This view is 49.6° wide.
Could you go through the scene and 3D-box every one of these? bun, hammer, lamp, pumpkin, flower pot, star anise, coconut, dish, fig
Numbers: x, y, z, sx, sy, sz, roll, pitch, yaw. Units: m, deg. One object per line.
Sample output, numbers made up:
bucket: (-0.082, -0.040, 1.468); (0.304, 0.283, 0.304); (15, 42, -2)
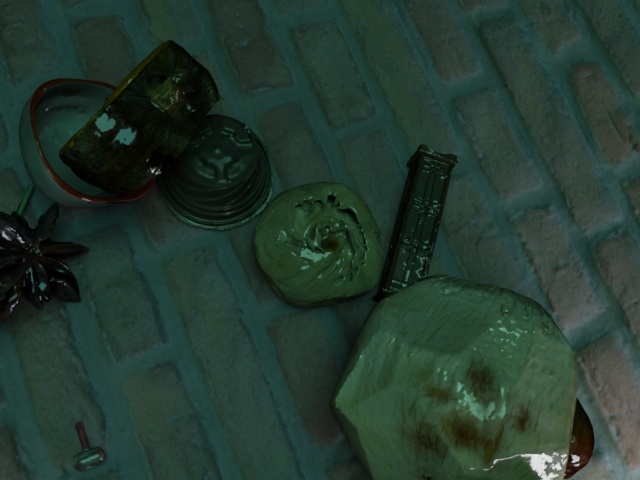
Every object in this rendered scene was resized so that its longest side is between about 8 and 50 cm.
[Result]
bun: (0.000, 0.000, 1.305); (0.259, 0.152, 0.259); (2, 76, -9)
hammer: (-0.404, 0.350, 1.188); (0.052, 0.031, 0.083); (-18, 67, -18)
lamp: (0.190, -0.025, 1.380); (0.089, 0.090, 0.325); (17, 71, -5)
pumpkin: (-0.291, -0.214, 1.174); (0.139, 0.222, 0.317); (51, 41, -23)
flower pot: (-0.196, -0.147, 1.315); (0.235, 0.140, 0.235); (4, 73, -12)
star anise: (-0.507, 0.028, 1.168); (0.283, 0.129, 0.212); (-24, 95, -58)
coconut: (0.217, 0.272, 1.143); (0.344, 0.415, 0.415); (38, 64, -43)
dish: (-0.432, -0.162, 1.257); (0.256, 0.117, 0.256); (23, 57, -41)
fig: (0.422, 0.306, 1.306); (0.145, 0.170, 0.274); (11, 53, -4)

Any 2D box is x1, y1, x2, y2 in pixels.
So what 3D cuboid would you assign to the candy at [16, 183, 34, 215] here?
candy: (-0.573, 0.023, 1.233); (0.084, 0.078, 0.288); (12, 65, -1)
